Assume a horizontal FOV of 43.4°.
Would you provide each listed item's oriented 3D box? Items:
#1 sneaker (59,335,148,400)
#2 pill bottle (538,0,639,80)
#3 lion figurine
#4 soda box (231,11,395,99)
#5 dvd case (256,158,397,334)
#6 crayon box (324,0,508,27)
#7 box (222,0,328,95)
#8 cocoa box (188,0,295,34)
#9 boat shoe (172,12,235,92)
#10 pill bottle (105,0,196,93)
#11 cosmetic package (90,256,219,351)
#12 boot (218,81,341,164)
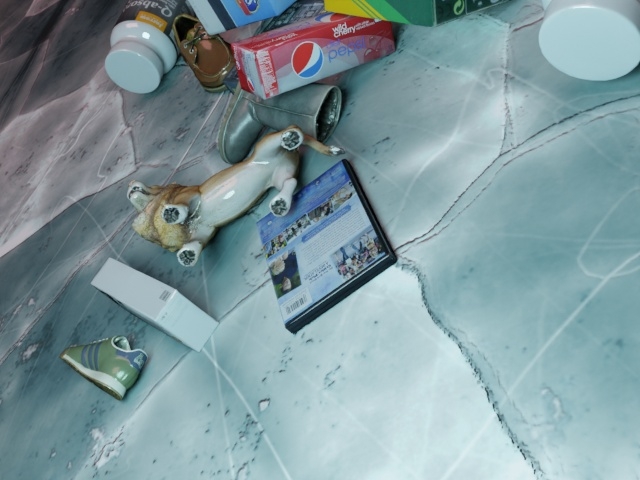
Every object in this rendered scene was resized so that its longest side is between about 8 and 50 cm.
[{"bbox_3d":[-0.342,0.190,1.292,0.192,0.064,0.086,12,57,49],"label":"sneaker"},{"bbox_3d":[0.379,-0.356,1.024,0.169,0.169,0.301,-2,54,43],"label":"pill bottle"},{"bbox_3d":[-0.141,-0.086,1.315,0.392,0.142,0.240,-23,16,6],"label":"lion figurine"},{"bbox_3d":[-0.010,-0.322,1.344,0.263,0.083,0.092,-24,32,-22],"label":"soda box"},{"bbox_3d":[0.000,0.000,1.172,0.180,0.022,0.253,-35,37,12],"label":"dvd case"},{"bbox_3d":[0.144,-0.421,1.297,0.202,0.081,0.318,-26,33,-28],"label":"crayon box"},{"bbox_3d":[-0.061,-0.368,1.552,0.183,0.059,0.232,17,67,51],"label":"box"},{"bbox_3d":[-0.114,-0.620,1.643,0.228,0.231,0.347,2,42,44],"label":"cocoa box"},{"bbox_3d":[-0.258,-0.411,1.746,0.111,0.104,0.307,-45,36,0],"label":"boat shoe"},{"bbox_3d":[-0.405,-0.494,1.920,0.162,0.162,0.278,-16,45,34],"label":"pill bottle"},{"bbox_3d":[-0.267,0.099,1.272,0.239,0.099,0.060,17,70,51],"label":"cosmetic package"},{"bbox_3d":[-0.071,-0.197,1.392,0.209,0.076,0.189,23,105,30],"label":"boot"}]
